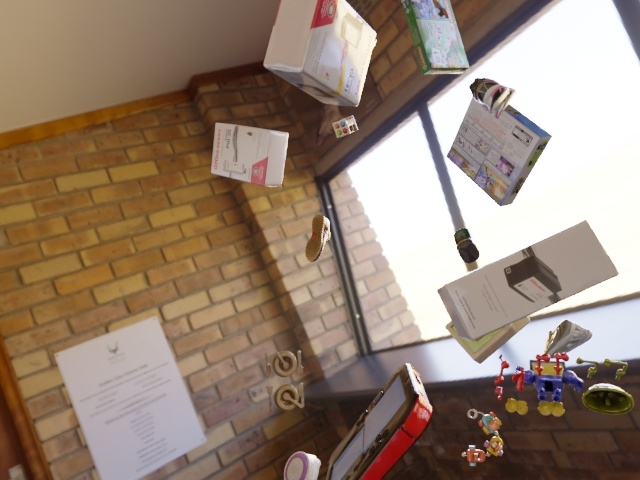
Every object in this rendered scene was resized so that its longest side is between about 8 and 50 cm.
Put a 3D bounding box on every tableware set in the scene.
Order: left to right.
[{"bbox_3d":[-0.110,0.459,1.621,0.128,0.194,0.039,0,-14,-23],"label":"tableware set"}]

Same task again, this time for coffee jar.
[{"bbox_3d":[0.600,0.021,2.036,0.079,0.096,0.184,-29,12,18],"label":"coffee jar"}]

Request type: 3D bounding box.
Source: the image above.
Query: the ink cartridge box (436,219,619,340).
[{"bbox_3d":[0.423,0.092,1.061,0.308,0.129,0.223,-25,-12,5],"label":"ink cartridge box"}]

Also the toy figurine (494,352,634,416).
[{"bbox_3d":[0.728,0.399,1.517,0.363,0.191,0.217,-5,9,23],"label":"toy figurine"}]

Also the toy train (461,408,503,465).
[{"bbox_3d":[0.504,0.612,1.528,0.125,0.166,0.046,5,-15,1],"label":"toy train"}]

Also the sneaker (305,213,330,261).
[{"bbox_3d":[0.000,0.000,1.843,0.070,0.185,0.084,4,-19,32],"label":"sneaker"}]

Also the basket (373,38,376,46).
[{"bbox_3d":[0.090,-0.628,1.627,0.167,0.113,0.103,-40,-18,-48],"label":"basket"}]

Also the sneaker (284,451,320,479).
[{"bbox_3d":[-0.079,0.847,1.612,0.114,0.305,0.152,18,-12,34],"label":"sneaker"}]

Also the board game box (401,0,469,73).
[{"bbox_3d":[0.423,-0.773,1.828,0.214,0.317,0.046,-13,-5,-33],"label":"board game box"}]

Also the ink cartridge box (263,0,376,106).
[{"bbox_3d":[0.010,-0.510,1.312,0.131,0.226,0.306,18,6,31],"label":"ink cartridge box"}]

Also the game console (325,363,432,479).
[{"bbox_3d":[0.114,0.450,1.127,0.342,0.060,0.386,-48,-6,3],"label":"game console"}]

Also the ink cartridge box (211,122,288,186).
[{"bbox_3d":[-0.278,-0.332,1.906,0.283,0.207,0.117,16,14,31],"label":"ink cartridge box"}]

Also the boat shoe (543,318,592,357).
[{"bbox_3d":[0.976,0.410,1.987,0.320,0.103,0.118,83,-152,-59],"label":"boat shoe"}]

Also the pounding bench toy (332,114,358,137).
[{"bbox_3d":[0.067,-0.370,1.635,0.083,0.052,0.065,-11,16,38],"label":"pounding bench toy"}]

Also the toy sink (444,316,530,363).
[{"bbox_3d":[0.570,0.283,1.691,0.234,0.152,0.131,-42,-33,8],"label":"toy sink"}]

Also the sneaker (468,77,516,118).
[{"bbox_3d":[0.371,-0.322,1.079,0.072,0.077,0.178,-54,-19,17],"label":"sneaker"}]

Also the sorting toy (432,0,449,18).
[{"bbox_3d":[0.364,-0.694,1.498,0.012,0.062,0.083,-41,-24,14],"label":"sorting toy"}]

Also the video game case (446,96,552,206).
[{"bbox_3d":[0.520,-0.279,1.481,0.061,0.269,0.244,-13,-41,-28],"label":"video game case"}]
